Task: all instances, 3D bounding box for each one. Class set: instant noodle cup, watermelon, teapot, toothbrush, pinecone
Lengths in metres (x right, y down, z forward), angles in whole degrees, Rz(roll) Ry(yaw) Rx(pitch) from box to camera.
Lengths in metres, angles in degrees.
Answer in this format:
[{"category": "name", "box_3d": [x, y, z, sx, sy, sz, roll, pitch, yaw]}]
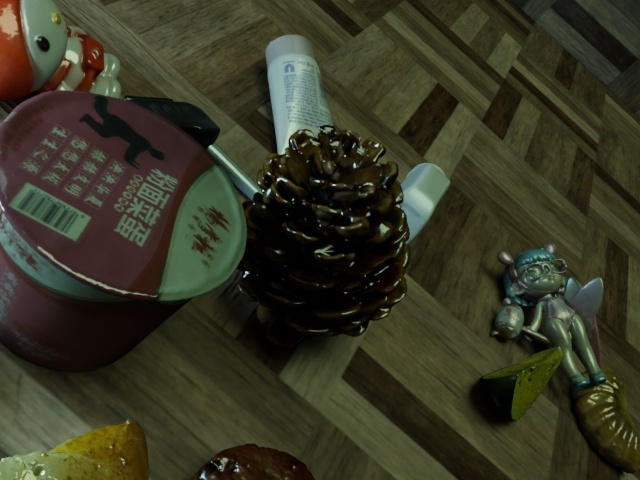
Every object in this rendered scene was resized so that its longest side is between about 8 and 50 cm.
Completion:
[{"category": "instant noodle cup", "box_3d": [-0.212, 0.002, 0.670, 0.235, 0.178, 0.234, 24, 41, -23]}, {"category": "watermelon", "box_3d": [0.289, 0.213, 1.007, 0.181, 0.092, 0.075, -6, 72, -55]}, {"category": "teapot", "box_3d": [-0.211, -0.143, 0.893, 0.177, 0.087, 0.096, -10, 57, -47]}, {"category": "toothbrush", "box_3d": [-0.081, -0.051, 0.973, 0.342, 0.025, 0.030, 46, 39, 2]}, {"category": "pinecone", "box_3d": [0.000, 0.000, 0.826, 0.224, 0.272, 0.224, 0, 49, -1]}]

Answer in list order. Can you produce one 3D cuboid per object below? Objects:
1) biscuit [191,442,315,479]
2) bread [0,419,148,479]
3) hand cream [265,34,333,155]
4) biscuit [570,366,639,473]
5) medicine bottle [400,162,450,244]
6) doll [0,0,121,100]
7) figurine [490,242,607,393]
[{"category": "biscuit", "box_3d": [-0.046, 0.283, 0.661, 0.192, 0.049, 0.192, 28, 39, -26]}, {"category": "bread", "box_3d": [-0.191, 0.227, 0.580, 0.154, 0.054, 0.136, -9, 63, -44]}, {"category": "hand cream", "box_3d": [-0.028, -0.211, 1.144, 0.133, 0.083, 0.247, 10, 59, -36]}, {"category": "biscuit", "box_3d": [0.460, 0.273, 1.127, 0.118, 0.061, 0.183, 26, 41, -19]}, {"category": "medicine bottle", "box_3d": [0.146, -0.061, 1.112, 0.069, 0.119, 0.183, 39, 35, 0]}, {"category": "doll", "box_3d": [-0.362, -0.232, 0.799, 0.290, 0.130, 0.161, 22, 53, -48]}, {"category": "figurine", "box_3d": [0.365, 0.131, 1.164, 0.205, 0.103, 0.260, -14, 60, -8]}]
